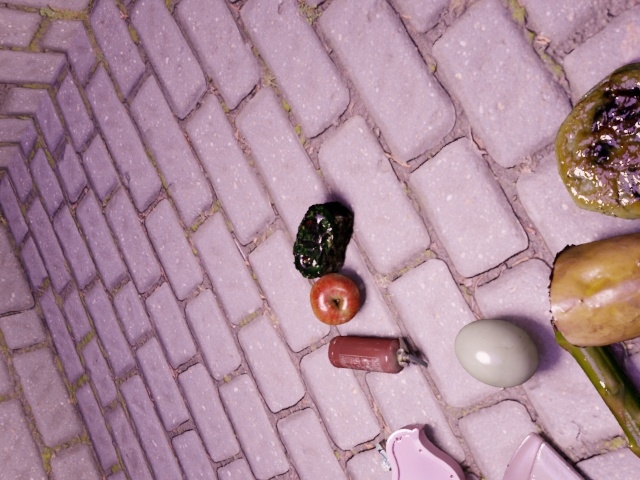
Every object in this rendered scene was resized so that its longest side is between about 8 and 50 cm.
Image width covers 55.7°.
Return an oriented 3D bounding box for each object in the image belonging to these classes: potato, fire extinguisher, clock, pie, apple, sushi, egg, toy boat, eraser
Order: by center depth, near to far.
[{"bbox_3d":[0.592,0.080,1.123,0.266,0.229,0.229,-19,86,46],"label":"potato"},{"bbox_3d":[0.606,-0.187,1.153,0.323,0.071,0.323,7,101,40],"label":"pie"},{"bbox_3d":[0.394,0.252,1.368,0.192,0.149,0.149,19,111,44],"label":"egg"},{"bbox_3d":[0.499,0.589,1.401,0.204,0.059,0.243,46,121,25],"label":"eraser"},{"bbox_3d":[0.229,0.646,1.571,0.290,0.080,0.275,-39,72,15],"label":"clock"},{"bbox_3d":[0.152,0.309,1.635,0.269,0.105,0.104,-5,95,42],"label":"fire extinguisher"},{"bbox_3d":[0.201,0.610,1.665,0.140,0.059,0.066,40,104,30],"label":"toy boat"},{"bbox_3d":[0.039,0.163,1.672,0.131,0.146,0.146,-143,46,-84],"label":"apple"},{"bbox_3d":[0.000,0.000,1.683,0.124,0.127,0.225,33,120,32],"label":"sushi"}]

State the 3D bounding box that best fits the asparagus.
[{"bbox_3d":[0.596,0.296,1.246,0.082,0.085,0.343,-45,70,41],"label":"asparagus"}]
